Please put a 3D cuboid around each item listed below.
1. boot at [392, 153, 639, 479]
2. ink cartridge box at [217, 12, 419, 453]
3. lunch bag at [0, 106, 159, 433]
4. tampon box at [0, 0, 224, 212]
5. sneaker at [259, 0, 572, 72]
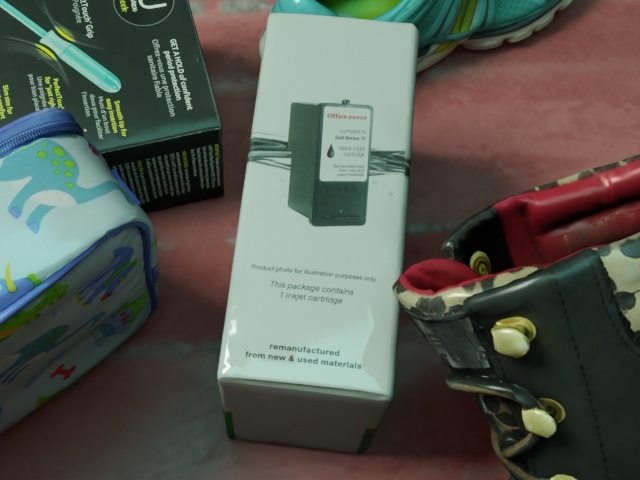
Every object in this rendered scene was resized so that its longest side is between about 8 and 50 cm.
[{"bbox_3d":[0.102,0.135,0.461,0.377,0.138,0.284,-23,104,4],"label":"boot"},{"bbox_3d":[0.000,0.000,0.583,0.087,0.153,0.208,7,67,0],"label":"ink cartridge box"},{"bbox_3d":[-0.165,0.033,0.524,0.176,0.219,0.090,-37,82,-15],"label":"lunch bag"},{"bbox_3d":[-0.149,-0.081,0.631,0.161,0.101,0.120,-12,71,-9],"label":"tampon box"},{"bbox_3d":[0.086,-0.179,0.680,0.275,0.110,0.107,-31,74,-15],"label":"sneaker"}]
